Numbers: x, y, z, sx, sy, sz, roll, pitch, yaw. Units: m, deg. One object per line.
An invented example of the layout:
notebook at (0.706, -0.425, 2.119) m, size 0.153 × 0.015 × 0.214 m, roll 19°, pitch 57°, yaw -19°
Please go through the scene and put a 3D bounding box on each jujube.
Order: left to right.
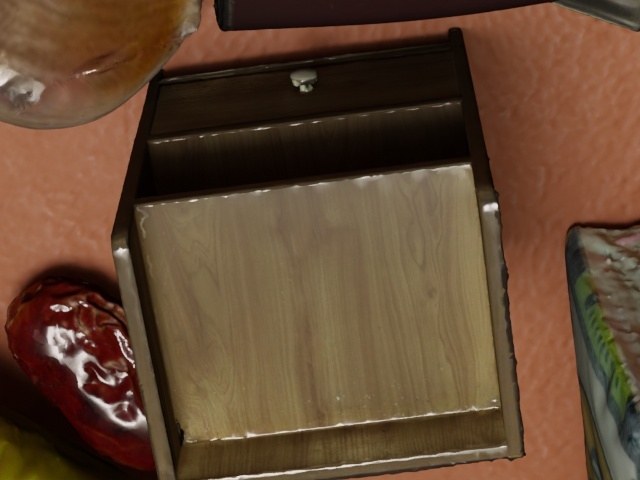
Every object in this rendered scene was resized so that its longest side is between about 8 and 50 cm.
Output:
jujube at (-0.121, 0.074, 1.078) m, size 0.129 × 0.077 × 0.077 m, roll 42°, pitch 109°, yaw -14°

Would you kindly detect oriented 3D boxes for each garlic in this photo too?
garlic at (-0.166, -0.137, 0.973) m, size 0.198 × 0.090 × 0.128 m, roll 38°, pitch 95°, yaw -11°

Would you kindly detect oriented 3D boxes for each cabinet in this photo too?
cabinet at (0.000, 0.000, 0.964) m, size 0.174 × 0.215 × 0.148 m, roll -7°, pitch 116°, yaw 3°

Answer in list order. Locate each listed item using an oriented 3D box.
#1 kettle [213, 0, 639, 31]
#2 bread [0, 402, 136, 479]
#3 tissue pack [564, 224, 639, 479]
kettle at (0.062, -0.198, 0.923) m, size 0.232 × 0.144 × 0.202 m, roll -2°, pitch 86°, yaw -7°
bread at (-0.136, 0.181, 1.089) m, size 0.383 × 0.166 × 0.112 m, roll 38°, pitch 84°, yaw -17°
tissue pack at (0.217, 0.167, 1.044) m, size 0.128 × 0.228 × 0.311 m, roll -8°, pitch 117°, yaw 2°
